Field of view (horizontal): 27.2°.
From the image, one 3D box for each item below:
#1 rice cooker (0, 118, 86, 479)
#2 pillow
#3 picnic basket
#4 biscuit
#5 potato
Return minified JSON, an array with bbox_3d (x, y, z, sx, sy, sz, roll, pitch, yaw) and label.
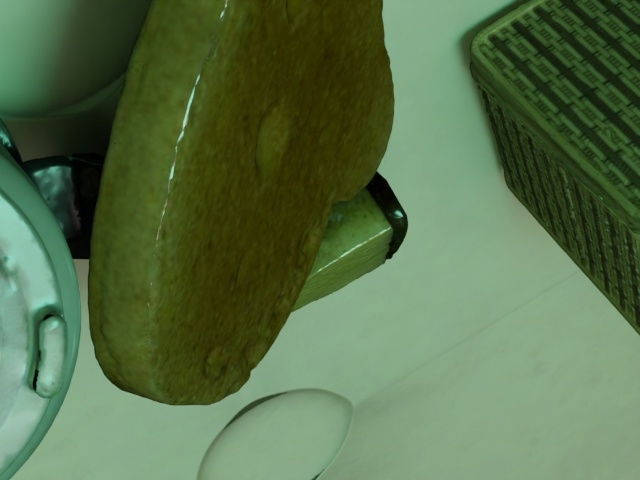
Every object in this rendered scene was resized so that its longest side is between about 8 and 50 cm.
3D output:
[{"bbox_3d":[-0.251,0.016,0.665,0.280,0.227,0.241,-17,114,-19],"label":"rice cooker"},{"bbox_3d":[-0.114,-0.019,0.862,0.150,0.048,0.090,1,124,-39],"label":"pillow"},{"bbox_3d":[0.291,-0.115,0.927,0.312,0.228,0.175,-32,141,-5],"label":"picnic basket"},{"bbox_3d":[-0.034,-0.071,0.792,0.287,0.057,0.344,-21,129,-61],"label":"biscuit"},{"bbox_3d":[0.000,0.000,0.943,0.103,0.066,0.096,-28,163,-18],"label":"potato"}]
